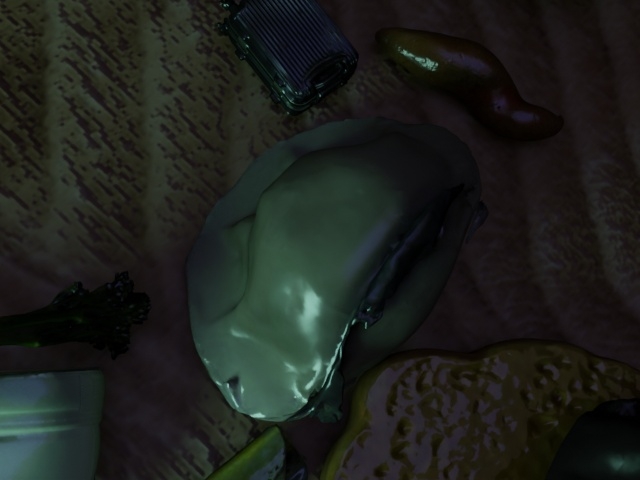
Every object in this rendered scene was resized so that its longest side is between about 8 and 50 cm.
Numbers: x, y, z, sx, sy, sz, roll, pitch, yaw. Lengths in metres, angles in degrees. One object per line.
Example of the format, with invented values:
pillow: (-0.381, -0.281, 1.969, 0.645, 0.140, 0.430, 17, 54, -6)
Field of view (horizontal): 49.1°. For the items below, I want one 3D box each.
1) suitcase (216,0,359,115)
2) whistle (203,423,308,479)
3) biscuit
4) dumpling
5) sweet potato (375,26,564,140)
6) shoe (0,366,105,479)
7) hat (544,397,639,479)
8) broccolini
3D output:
suitcase: (-0.029, -0.184, 0.654, 0.086, 0.059, 0.126, -37, 87, -14)
whistle: (-0.143, 0.264, 0.529, 0.326, 0.057, 0.068, -38, 129, -15)
biscuit: (0.174, 0.235, 0.584, 0.351, 0.057, 0.312, -7, 79, -11)
dumpling: (0.005, 0.001, 0.562, 0.204, 0.163, 0.293, 42, 80, 1)
sweet potato: (0.145, -0.156, 0.674, 0.202, 0.058, 0.055, 33, 53, 1)
shoe: (-0.338, 0.176, 0.489, 0.363, 0.132, 0.160, -2, 82, -13)
hat: (0.285, 0.277, 0.457, 0.238, 0.209, 0.336, 4, 78, -11)
broccolini: (-0.203, 0.050, 0.501, 0.058, 0.201, 0.074, 44, 101, 24)
